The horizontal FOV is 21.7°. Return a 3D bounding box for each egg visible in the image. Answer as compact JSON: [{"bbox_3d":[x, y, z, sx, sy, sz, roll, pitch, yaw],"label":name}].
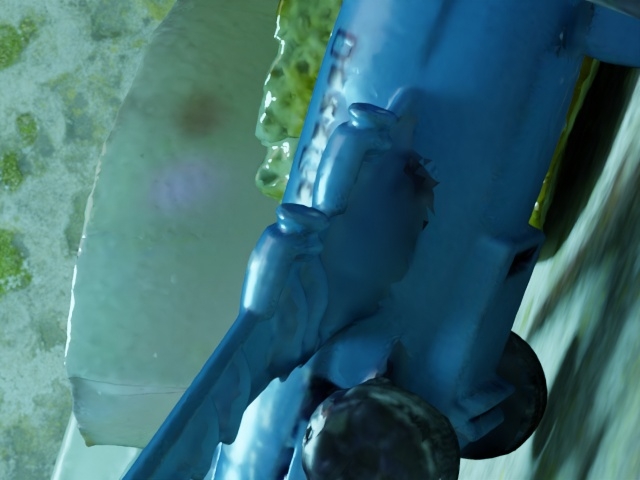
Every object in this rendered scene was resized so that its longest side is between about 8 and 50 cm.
[{"bbox_3d":[0.000,-0.016,0.818,0.271,0.161,0.206,-50,-32,-67],"label":"egg"}]

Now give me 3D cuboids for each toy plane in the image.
[{"bbox_3d":[0.021,0.011,0.479,0.271,0.105,0.254,-62,-17,20],"label":"toy plane"}]

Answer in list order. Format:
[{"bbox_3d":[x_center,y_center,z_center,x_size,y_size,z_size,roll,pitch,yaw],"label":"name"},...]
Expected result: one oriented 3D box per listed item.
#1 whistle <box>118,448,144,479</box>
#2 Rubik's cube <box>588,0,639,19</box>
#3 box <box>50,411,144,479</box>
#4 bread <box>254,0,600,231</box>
[{"bbox_3d":[-0.042,0.180,0.998,0.289,0.163,0.163,-28,-23,-29],"label":"whistle"},{"bbox_3d":[0.043,-0.238,0.356,0.259,0.260,0.255,-74,5,-48],"label":"Rubik's cube"},{"bbox_3d":[-0.050,0.079,1.234,0.373,0.090,0.367,32,-106,-68],"label":"box"},{"bbox_3d":[0.064,-0.116,0.667,0.186,0.124,0.257,111,180,-77],"label":"bread"}]
